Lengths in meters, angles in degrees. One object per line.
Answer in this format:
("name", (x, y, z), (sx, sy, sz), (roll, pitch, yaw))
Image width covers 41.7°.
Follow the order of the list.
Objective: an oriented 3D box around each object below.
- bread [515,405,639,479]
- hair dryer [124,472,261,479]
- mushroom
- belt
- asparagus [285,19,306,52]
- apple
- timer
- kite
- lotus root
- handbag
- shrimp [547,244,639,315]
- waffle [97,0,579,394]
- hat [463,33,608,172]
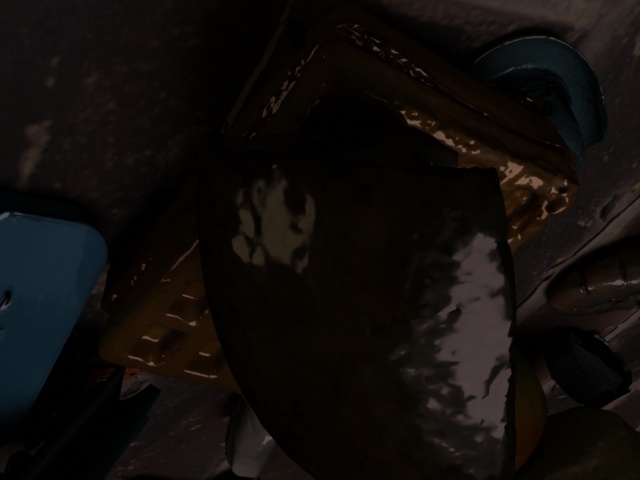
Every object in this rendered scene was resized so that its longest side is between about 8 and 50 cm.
("bread", (0.299, 0.361, 1.052), (0.320, 0.237, 0.320), (-35, 177, -2))
("hair dryer", (-0.180, 0.348, 1.132), (0.124, 0.071, 0.219), (-36, 137, 19))
("mushroom", (-0.061, 0.177, 0.919), (0.092, 0.081, 0.223), (-27, 152, -31))
("belt", (0.364, 0.176, 1.149), (0.140, 0.105, 0.058), (22, 130, -36))
("asparagus", (0.002, -0.104, 0.590), (0.016, 0.016, 0.163), (9, 156, 23))
("apple", (0.164, 0.194, 0.977), (0.196, 0.196, 0.196), (-15, 148, -10))
("timer", (-0.303, 0.048, 0.607), (0.232, 0.091, 0.250), (13, 123, -41))
("kite", (-0.275, 0.147, 0.809), (0.222, 0.008, 0.125), (-26, 148, 8))
("lotus root", (0.015, 0.067, 0.503), (0.142, 0.210, 0.314), (-15, 126, -10))
("handbag", (-0.279, 0.250, 0.733), (0.100, 0.274, 0.269), (38, 138, -6))
("shrimp", (0.419, 0.045, 1.018), (0.289, 0.075, 0.178), (-22, 157, 0))
("waffle", (0.000, 0.000, 0.615), (0.224, 0.098, 0.328), (21, 134, -31))
("hat", (0.165, -0.073, 0.671), (0.138, 0.077, 0.191), (-22, 149, 7))
